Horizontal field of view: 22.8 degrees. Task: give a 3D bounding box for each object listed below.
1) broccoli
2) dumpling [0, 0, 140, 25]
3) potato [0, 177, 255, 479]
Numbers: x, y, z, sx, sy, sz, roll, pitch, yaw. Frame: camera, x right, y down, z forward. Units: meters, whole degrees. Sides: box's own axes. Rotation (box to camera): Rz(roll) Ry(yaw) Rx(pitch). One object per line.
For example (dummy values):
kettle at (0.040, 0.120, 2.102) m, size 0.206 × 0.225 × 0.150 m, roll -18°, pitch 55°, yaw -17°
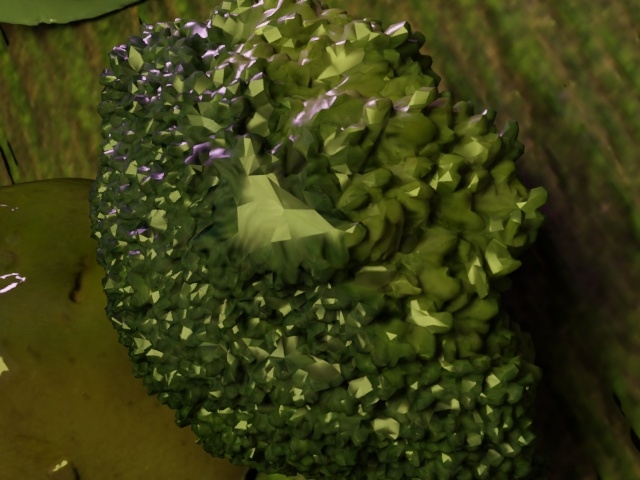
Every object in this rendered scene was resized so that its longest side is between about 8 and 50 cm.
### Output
broccoli at (-0.003, 0.000, 0.614) m, size 0.176 × 0.226 × 0.198 m, roll -1°, pitch 119°, yaw 2°
dumpling at (-0.147, -0.184, 0.778) m, size 0.219 × 0.108 × 0.152 m, roll -30°, pitch 78°, yaw 37°
potato at (-0.132, 0.054, 0.725) m, size 0.182 × 0.117 × 0.202 m, roll -46°, pitch 55°, yaw 14°
